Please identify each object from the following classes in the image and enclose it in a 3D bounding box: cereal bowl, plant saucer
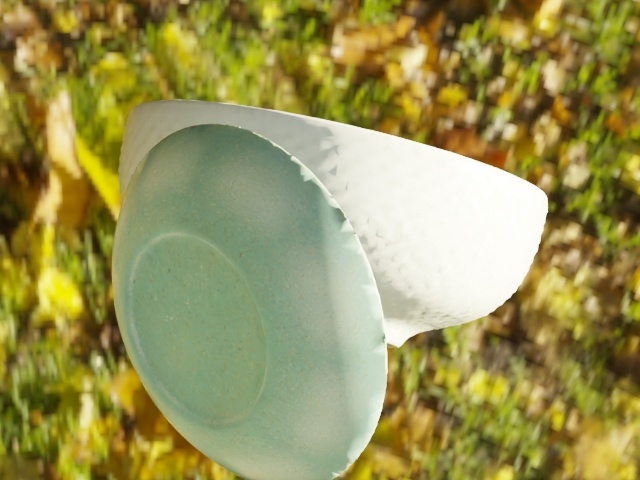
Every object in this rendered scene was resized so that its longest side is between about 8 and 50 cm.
[{"bbox_3d":[0.000,0.000,1.532,0.339,0.339,0.141,12,85,1],"label":"cereal bowl"},{"bbox_3d":[-0.051,0.040,0.987,0.037,0.195,0.195,-21,62,-43],"label":"plant saucer"}]
